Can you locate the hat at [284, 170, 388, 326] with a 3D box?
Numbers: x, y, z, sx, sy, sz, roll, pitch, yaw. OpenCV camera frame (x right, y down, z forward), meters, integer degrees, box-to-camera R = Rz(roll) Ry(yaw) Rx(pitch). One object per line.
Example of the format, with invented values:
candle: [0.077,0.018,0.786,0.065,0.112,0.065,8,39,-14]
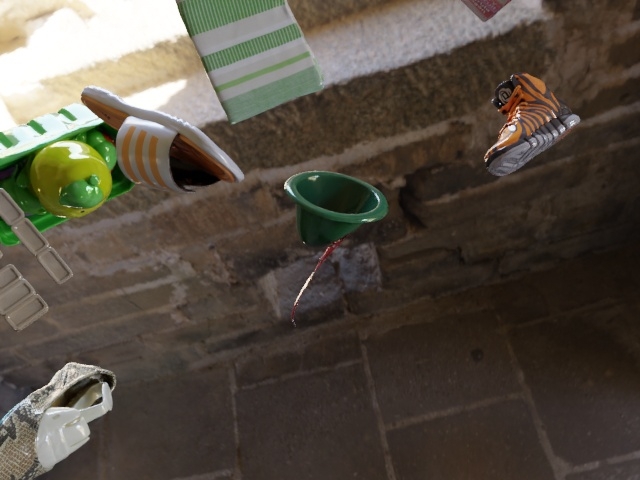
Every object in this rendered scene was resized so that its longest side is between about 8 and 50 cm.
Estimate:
hat: [0.000,0.000,1.077,0.209,0.183,0.173,-14,39,-41]

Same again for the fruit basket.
fruit basket: [-0.600,-0.141,1.473,0.392,0.282,0.392,3,48,-3]

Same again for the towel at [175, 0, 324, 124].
towel: [-0.157,-0.444,1.372,0.248,0.038,0.324,-26,92,-18]

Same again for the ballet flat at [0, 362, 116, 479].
ballet flat: [-0.592,0.405,1.444,0.182,0.163,0.483,-4,11,2]

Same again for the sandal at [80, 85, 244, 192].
sandal: [-0.194,-0.098,0.701,0.265,0.102,0.076,25,77,34]

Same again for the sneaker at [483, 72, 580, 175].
sneaker: [0.438,-0.269,1.425,0.321,0.124,0.180,-29,76,-37]

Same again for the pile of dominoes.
pile of dominoes: [-0.523,0.030,0.941,0.196,0.040,0.251,-40,95,-25]

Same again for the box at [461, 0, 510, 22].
box: [0.149,-0.418,0.704,0.300,0.142,0.154,43,92,-5]
